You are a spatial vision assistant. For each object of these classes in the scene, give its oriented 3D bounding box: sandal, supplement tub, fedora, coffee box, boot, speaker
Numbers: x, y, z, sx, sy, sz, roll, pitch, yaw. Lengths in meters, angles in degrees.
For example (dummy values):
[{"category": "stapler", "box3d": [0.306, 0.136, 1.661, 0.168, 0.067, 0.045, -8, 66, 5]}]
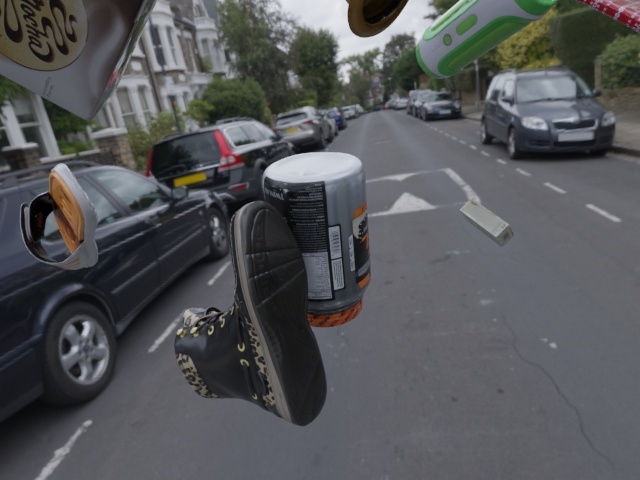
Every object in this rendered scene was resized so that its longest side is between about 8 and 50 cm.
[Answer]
[{"category": "sandal", "box3d": [-0.347, -0.020, 0.594, 0.076, 0.102, 0.265, -32, -2, -31]}, {"category": "supplement tub", "box3d": [0.000, 0.000, 0.908, 0.193, 0.316, 0.194, -5, 26, 2]}, {"category": "fedora", "box3d": [0.105, -0.490, 0.875, 0.194, 0.194, 0.079, -26, 63, -42]}, {"category": "coffee box", "box3d": [-0.232, -0.290, 0.434, 0.297, 0.168, 0.119, -44, 30, 32]}, {"category": "boot", "box3d": [-0.152, 0.136, 0.830, 0.284, 0.378, 0.138, -10, 9, 40]}, {"category": "speaker", "box3d": [0.324, -0.443, 0.932, 0.131, 0.131, 0.296, -19, 1, -25]}]

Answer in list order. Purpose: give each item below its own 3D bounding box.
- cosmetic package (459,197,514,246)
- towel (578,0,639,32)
[{"category": "cosmetic package", "box3d": [0.378, -0.042, 1.043, 0.041, 0.060, 0.115, -46, 50, 6]}, {"category": "towel", "box3d": [0.442, -0.304, 0.630, 0.274, 0.031, 0.198, 39, 43, 19]}]
